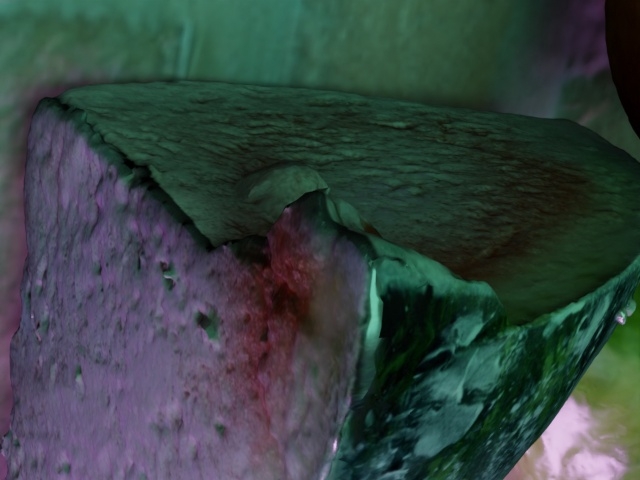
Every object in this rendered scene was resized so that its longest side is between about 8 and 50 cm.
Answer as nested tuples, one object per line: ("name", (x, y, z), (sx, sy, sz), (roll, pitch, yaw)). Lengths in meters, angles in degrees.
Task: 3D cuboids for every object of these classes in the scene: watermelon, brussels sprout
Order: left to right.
("watermelon", (0.000, 0.000, 0.559), (0.289, 0.320, 0.214), (-37, 84, -29))
("brussels sprout", (0.134, 0.057, 0.678), (0.117, 0.155, 0.155), (44, 87, 4))

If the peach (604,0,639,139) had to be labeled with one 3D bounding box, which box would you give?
("peach", (0.248, -0.131, 0.560), (0.308, 0.308, 0.332), (34, 95, -31))
